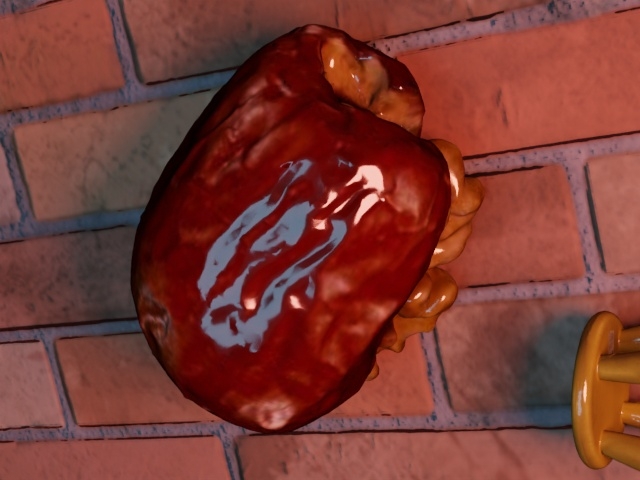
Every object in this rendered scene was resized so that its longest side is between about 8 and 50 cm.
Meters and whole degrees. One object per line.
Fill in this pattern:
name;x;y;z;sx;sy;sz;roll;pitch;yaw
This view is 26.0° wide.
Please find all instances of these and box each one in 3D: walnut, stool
walnut;0.000;0.000;1.009;0.244;0.222;0.269;28;113;-15
stool;0.239;0.106;0.947;0.110;0.134;0.135;3;152;29
